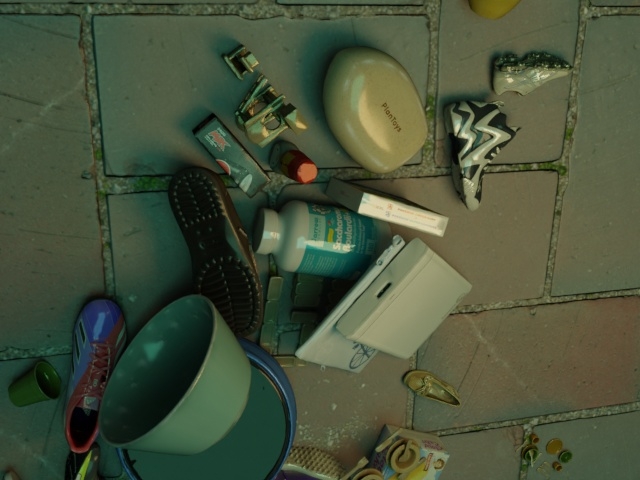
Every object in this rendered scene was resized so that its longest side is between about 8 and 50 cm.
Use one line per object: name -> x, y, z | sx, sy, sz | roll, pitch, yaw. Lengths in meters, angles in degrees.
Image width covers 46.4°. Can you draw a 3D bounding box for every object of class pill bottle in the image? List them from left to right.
pill bottle -> 0.000, 0.000, 1.508 | 0.264, 0.146, 0.146 | 9, 107, -19

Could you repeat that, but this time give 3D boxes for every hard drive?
hard drive -> 0.186, 0.133, 1.552 | 0.233, 0.047, 0.353 | -49, 152, 5

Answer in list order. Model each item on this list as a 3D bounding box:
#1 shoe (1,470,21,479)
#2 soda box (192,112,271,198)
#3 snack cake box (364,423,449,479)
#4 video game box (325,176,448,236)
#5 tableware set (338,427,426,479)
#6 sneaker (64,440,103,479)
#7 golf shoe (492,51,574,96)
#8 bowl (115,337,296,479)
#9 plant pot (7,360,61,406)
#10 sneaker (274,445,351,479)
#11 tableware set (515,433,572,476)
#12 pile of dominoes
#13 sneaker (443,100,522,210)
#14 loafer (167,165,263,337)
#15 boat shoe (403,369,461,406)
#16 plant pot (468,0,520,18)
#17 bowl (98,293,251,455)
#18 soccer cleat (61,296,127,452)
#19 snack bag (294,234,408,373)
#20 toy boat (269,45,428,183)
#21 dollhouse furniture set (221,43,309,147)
shoe -> -0.656, 0.572, 1.579 | 0.081, 0.063, 0.178 | -20, 118, -13
soda box -> -0.172, -0.164, 1.451 | 0.060, 0.053, 0.169 | -41, 114, 1
snack cake box -> 0.183, 0.589, 1.807 | 0.152, 0.089, 0.264 | 18, 104, -20
video game box -> 0.127, -0.070, 1.487 | 0.187, 0.205, 0.048 | 12, 99, -20
tableware set -> 0.151, 0.528, 1.695 | 0.194, 0.039, 0.128 | -39, 116, -5
sneaker -> -0.486, 0.551, 1.607 | 0.121, 0.111, 0.300 | 0, 118, -23
golf shoe -> 0.439, -0.343, 1.562 | 0.176, 0.069, 0.086 | -4, 130, -11
bowl -> -0.240, 0.386, 1.569 | 0.391, 0.077, 0.391 | -1, 97, -8
plant pot -> -0.578, 0.296, 1.499 | 0.079, 0.083, 0.083 | -26, 115, 9
sneaker -> -0.081, 0.558, 1.720 | 0.293, 0.102, 0.146 | 13, 106, -12
tableware set -> 0.587, 0.554, 1.943 | 0.104, 0.024, 0.154 | -46, 114, 4
pile of dominoes -> -0.033, 0.166, 1.633 | 0.196, 0.040, 0.251 | 3, 117, -17
sneaker -> 0.353, -0.185, 1.567 | 0.153, 0.094, 0.235 | -13, 103, -1
loafer -> -0.185, 0.017, 1.464 | 0.134, 0.130, 0.366 | -7, 111, 10
boat shoe -> 0.266, 0.352, 1.765 | 0.153, 0.048, 0.056 | 30, 99, -23
plant pot -> 0.338, -0.488, 1.446 | 0.134, 0.134, 0.095 | 1, 134, -16
bowl -> -0.248, 0.271, 1.390 | 0.311, 0.311, 0.163 | -47, 121, 4
soccer cleat -> -0.454, 0.270, 1.496 | 0.109, 0.116, 0.318 | 10, 107, -19
snack bag -> 0.107, 0.146, 1.550 | 0.323, 0.037, 0.342 | -49, 152, 7
toy boat -> 0.045, -0.224, 1.455 | 0.318, 0.148, 0.267 | -36, 120, -9
dollhouse furniture set -> -0.126, -0.257, 1.359 | 0.101, 0.182, 0.161 | -37, 115, 0
